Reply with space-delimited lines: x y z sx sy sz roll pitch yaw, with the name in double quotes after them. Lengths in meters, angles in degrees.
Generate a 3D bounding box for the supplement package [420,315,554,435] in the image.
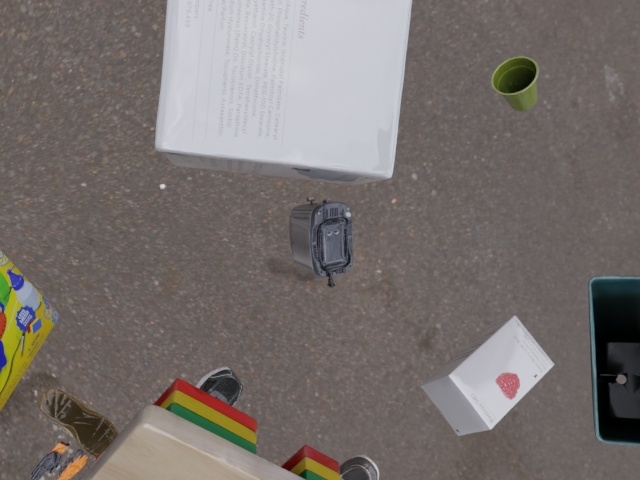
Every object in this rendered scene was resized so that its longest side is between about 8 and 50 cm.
0.463 0.377 1.613 0.293 0.175 0.177 -33 81 -27 "supplement package"

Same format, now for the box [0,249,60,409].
-0.625 0.148 0.911 0.290 0.177 0.279 -76 153 -44 "box"

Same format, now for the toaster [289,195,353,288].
0.000 0.000 1.510 0.129 0.146 0.227 -11 104 -30 "toaster"

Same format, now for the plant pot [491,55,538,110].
0.368 -0.281 1.070 0.079 0.083 0.083 38 70 -50 "plant pot"

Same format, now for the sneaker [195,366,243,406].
-0.189 0.283 0.915 0.072 0.077 0.178 40 96 -17 "sneaker"

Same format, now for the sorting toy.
-0.115 0.271 0.550 0.257 0.089 0.255 34 111 -20 "sorting toy"

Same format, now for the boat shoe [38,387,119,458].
-0.323 0.247 0.790 0.050 0.045 0.135 -45 105 -20 "boat shoe"

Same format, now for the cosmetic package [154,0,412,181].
-0.077 -0.288 1.076 0.394 0.329 0.327 5 92 -9 "cosmetic package"

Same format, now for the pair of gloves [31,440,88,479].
-0.412 0.358 0.921 0.074 0.010 0.083 -50 144 -10 "pair of gloves"

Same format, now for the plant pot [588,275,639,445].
0.388 0.147 0.652 0.234 0.165 0.165 40 52 -63 "plant pot"

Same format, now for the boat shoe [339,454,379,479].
0.049 0.693 1.555 0.112 0.335 0.095 41 39 10 "boat shoe"
